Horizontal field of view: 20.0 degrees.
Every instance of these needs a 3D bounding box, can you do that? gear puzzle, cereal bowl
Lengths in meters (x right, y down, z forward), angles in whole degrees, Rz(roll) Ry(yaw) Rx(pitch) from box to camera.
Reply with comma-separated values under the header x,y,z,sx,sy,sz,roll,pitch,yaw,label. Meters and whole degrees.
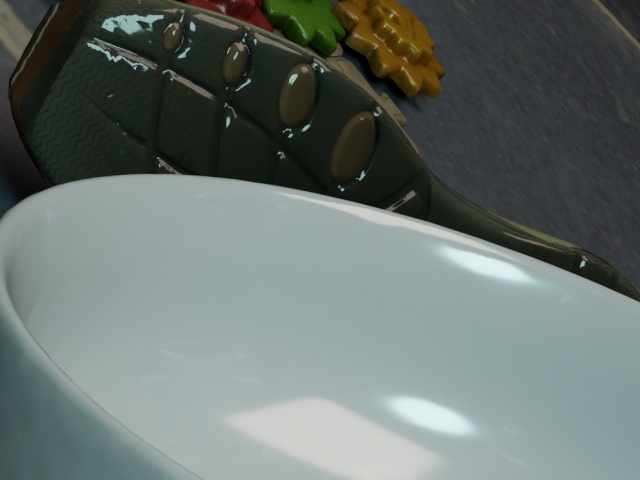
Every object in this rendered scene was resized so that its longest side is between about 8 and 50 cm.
x,y,z,sx,sy,sz,roll,pitch,yaw,label
-0.007,-0.104,0.984,0.175,0.044,0.339,54,26,14,gear puzzle
0.037,0.105,0.585,0.339,0.141,0.339,19,16,-6,cereal bowl

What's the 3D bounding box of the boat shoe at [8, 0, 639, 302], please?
x,y,z,sx,sy,sz,roll,pitch,yaw,label
0.000,0.000,0.792,0.324,0.123,0.120,33,-1,-31,boat shoe
